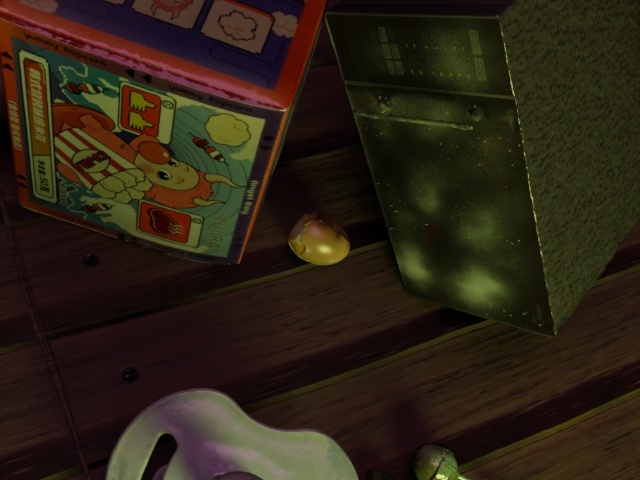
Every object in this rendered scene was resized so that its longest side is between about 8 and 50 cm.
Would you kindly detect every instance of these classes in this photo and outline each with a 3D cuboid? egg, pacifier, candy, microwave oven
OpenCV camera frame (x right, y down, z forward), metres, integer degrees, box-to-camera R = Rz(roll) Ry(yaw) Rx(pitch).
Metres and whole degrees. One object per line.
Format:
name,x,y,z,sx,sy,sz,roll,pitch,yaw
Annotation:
egg,0.000,0.000,1.106,0.083,0.071,0.071,34,56,-9
pacifier,-0.094,0.284,0.826,0.287,0.226,0.238,25,75,1
candy,0.206,0.309,1.001,0.202,0.061,0.061,25,56,-10
microwave oven,0.243,-0.160,1.028,0.236,0.432,0.374,14,47,40

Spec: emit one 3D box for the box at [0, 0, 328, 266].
box,-0.190,-0.184,0.995,0.318,0.349,0.257,18,57,-6

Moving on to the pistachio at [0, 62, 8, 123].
pistachio,-0.505,-0.223,1.020,0.288,0.197,0.166,1,56,-3

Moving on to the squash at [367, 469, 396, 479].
squash,0.111,0.350,0.931,0.075,0.090,0.200,-47,64,-1
